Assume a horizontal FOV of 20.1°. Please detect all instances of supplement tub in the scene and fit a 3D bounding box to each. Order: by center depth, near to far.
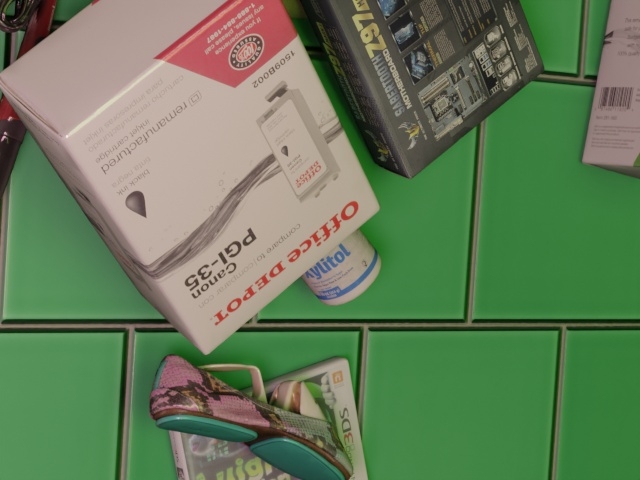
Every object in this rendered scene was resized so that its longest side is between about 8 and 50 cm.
[{"bbox_3d":[0.000,0.000,1.623,0.071,0.071,0.107,-50,118,-20],"label":"supplement tub"}]

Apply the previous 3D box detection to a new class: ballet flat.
[{"bbox_3d":[-0.053,0.151,1.580,0.221,0.077,0.079,24,61,-33],"label":"ballet flat"}]

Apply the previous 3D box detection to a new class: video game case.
[{"bbox_3d":[-0.041,0.214,1.644,0.190,0.022,0.173,-17,104,-32],"label":"video game case"}]

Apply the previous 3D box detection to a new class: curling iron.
[{"bbox_3d":[-0.263,-0.101,1.457,0.068,0.035,0.274,13,86,-30],"label":"curling iron"}]

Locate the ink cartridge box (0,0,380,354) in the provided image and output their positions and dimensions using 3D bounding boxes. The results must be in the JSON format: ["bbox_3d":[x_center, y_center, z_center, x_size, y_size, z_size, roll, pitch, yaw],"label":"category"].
[{"bbox_3d":[-0.095,-0.076,1.449,0.207,0.117,0.283,-40,137,-11],"label":"ink cartridge box"}]

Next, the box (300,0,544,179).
[{"bbox_3d":[0.091,-0.201,1.642,0.183,0.059,0.233,-40,125,-19],"label":"box"}]

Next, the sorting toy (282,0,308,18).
[{"bbox_3d":[-0.044,-0.311,1.588,0.307,0.041,0.229,-4,101,-34],"label":"sorting toy"}]

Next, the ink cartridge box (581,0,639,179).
[{"bbox_3d":[0.362,-0.172,1.798,0.092,0.160,0.219,13,88,-35],"label":"ink cartridge box"}]
